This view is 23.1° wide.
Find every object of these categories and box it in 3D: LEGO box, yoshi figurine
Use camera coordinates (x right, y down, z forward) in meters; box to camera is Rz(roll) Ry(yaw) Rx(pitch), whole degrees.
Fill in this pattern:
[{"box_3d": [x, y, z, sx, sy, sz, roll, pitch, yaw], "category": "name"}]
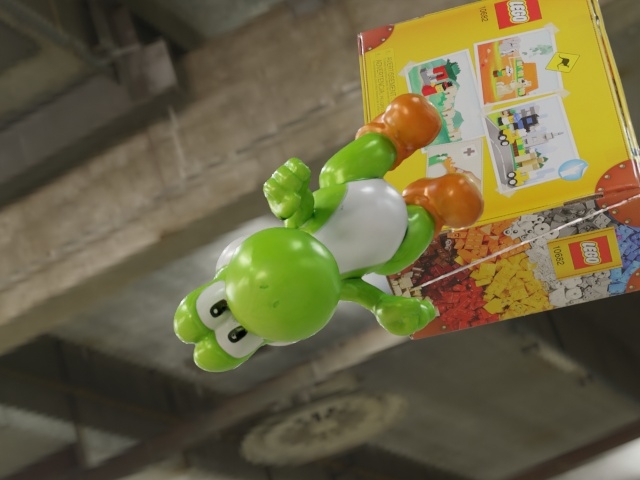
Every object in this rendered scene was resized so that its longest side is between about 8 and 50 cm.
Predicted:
[{"box_3d": [0.267, -0.134, 2.289, 0.373, 0.500, 0.193, -13, -47, 10], "category": "LEGO box"}, {"box_3d": [0.019, 0.004, 1.562, 0.362, 0.204, 0.203, -39, -31, -30], "category": "yoshi figurine"}]
